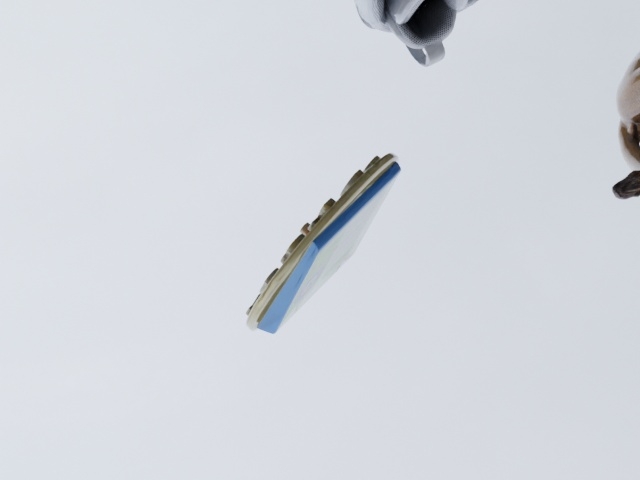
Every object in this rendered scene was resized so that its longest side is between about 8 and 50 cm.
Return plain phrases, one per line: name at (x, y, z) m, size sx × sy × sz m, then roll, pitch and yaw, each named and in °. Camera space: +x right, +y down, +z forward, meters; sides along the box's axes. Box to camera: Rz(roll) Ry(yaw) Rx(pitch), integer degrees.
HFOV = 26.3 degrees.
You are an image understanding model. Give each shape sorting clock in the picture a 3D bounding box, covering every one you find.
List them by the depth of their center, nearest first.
shape sorting clock at (0.000, 0.000, 1.241) m, size 0.040 × 0.206 × 0.206 m, roll 37°, pitch -147°, yaw 9°

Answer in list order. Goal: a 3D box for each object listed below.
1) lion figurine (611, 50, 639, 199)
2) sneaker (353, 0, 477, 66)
lion figurine at (0.357, -0.180, 1.175) m, size 0.142 × 0.392 × 0.240 m, roll 53°, pitch 177°, yaw -18°
sneaker at (0.079, -0.333, 1.212) m, size 0.137 × 0.366 × 0.210 m, roll -12°, pitch -130°, yaw -11°
